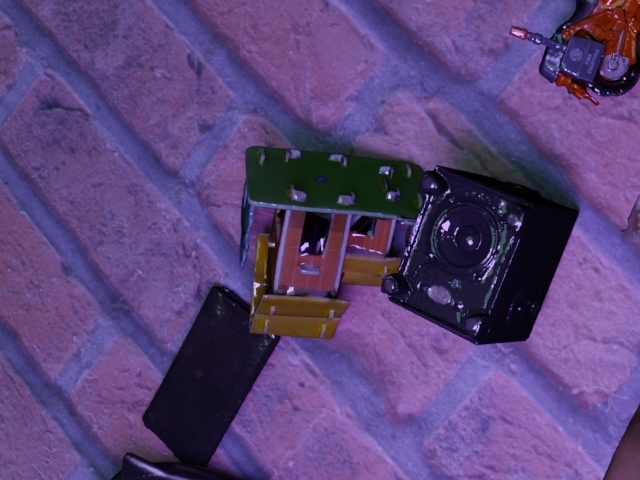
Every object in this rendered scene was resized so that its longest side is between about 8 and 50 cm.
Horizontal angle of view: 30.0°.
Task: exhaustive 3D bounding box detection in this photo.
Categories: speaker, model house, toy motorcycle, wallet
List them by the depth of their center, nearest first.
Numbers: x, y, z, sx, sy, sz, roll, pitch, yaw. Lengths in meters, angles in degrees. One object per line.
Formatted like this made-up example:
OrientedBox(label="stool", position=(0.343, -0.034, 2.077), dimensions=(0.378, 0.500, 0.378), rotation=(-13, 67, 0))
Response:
OrientedBox(label="toy motorcycle", position=(0.417, -0.381, 1.832), dimensions=(0.221, 0.148, 0.326), rotation=(19, 91, 5))
OrientedBox(label="speaker", position=(0.252, 0.021, 1.839), dimensions=(0.184, 0.254, 0.232), rotation=(24, 99, 28))
OrientedBox(label="model house", position=(0.000, 0.000, 2.053), dimensions=(0.300, 0.340, 0.324), rotation=(6, 119, -9))
OrientedBox(label="wallet", position=(-0.203, 0.256, 2.192), dimensions=(0.170, 0.044, 0.321), rotation=(37, 108, 25))

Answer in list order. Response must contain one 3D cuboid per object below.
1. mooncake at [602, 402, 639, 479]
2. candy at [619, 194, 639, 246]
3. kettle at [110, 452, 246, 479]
OrientedBox(label="mooncake", position=(0.506, 0.418, 1.582), dimensions=(0.262, 0.467, 0.467), rotation=(12, 94, 26))
OrientedBox(label="candy", position=(0.553, -0.022, 1.728), dimensions=(0.195, 0.184, 0.137), rotation=(24, 95, 31))
OrientedBox(label="kettle", position=(-0.242, 0.536, 2.128), dimensions=(0.324, 0.228, 0.321), rotation=(13, 126, 31))
